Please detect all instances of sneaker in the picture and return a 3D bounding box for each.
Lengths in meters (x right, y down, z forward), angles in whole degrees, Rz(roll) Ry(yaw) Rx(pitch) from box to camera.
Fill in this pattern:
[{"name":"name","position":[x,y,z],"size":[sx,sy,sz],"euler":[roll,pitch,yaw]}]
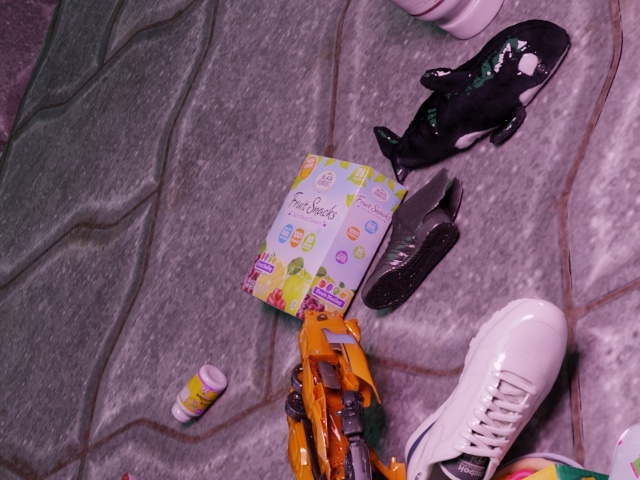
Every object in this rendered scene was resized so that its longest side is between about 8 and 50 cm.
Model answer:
[{"name":"sneaker","position":[0.104,-0.001,1.363],"size":[0.170,0.051,0.089],"euler":[-46,32,16]},{"name":"sneaker","position":[0.156,0.160,1.077],"size":[0.235,0.090,0.095],"euler":[-62,2,21]}]

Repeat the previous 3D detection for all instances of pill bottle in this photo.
[{"name":"pill bottle","position":[-0.168,0.211,1.610],"size":[0.083,0.043,0.043],"euler":[-49,32,22]},{"name":"pill bottle","position":[0.119,-0.348,1.455],"size":[0.121,0.221,0.121],"euler":[-38,37,36]}]

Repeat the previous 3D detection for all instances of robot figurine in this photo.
[{"name":"robot figurine","position":[0.022,0.216,1.225],"size":[0.291,0.085,0.211],"euler":[-107,23,-51]}]

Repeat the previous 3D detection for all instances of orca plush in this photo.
[{"name":"orca plush","position":[0.151,-0.180,1.384],"size":[0.287,0.102,0.151],"euler":[-23,47,48]}]

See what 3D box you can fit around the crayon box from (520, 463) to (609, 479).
[{"name":"crayon box","position":[0.131,0.312,0.955],"size":[0.278,0.081,0.165],"euler":[-37,48,37]}]

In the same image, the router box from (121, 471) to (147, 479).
[{"name":"router box","position":[-0.252,0.456,1.394],"size":[0.301,0.082,0.335],"euler":[-65,11,-6]}]

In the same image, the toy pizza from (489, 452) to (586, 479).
[{"name":"toy pizza","position":[0.171,0.280,1.031],"size":[0.201,0.032,0.201],"euler":[-38,37,36]}]

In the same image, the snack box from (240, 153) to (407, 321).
[{"name":"snack box","position":[0.000,0.000,1.501],"size":[0.207,0.070,0.174],"euler":[-63,28,-5]}]

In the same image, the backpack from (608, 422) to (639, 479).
[{"name":"backpack","position":[0.278,0.217,0.808],"size":[0.166,0.144,0.188],"euler":[-9,61,48]}]
